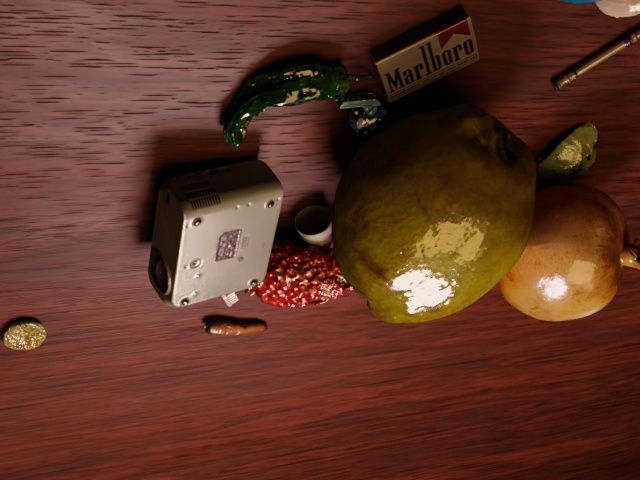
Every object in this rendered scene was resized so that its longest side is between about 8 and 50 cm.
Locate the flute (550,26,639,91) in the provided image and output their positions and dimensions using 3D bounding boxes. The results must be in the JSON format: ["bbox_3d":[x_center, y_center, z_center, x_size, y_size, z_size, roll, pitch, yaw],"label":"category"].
[{"bbox_3d":[0.540,-0.353,1.996,0.233,0.027,0.027,-32,145,8],"label":"flute"}]

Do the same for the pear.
[{"bbox_3d":[0.196,-0.051,1.906,0.352,0.352,0.413,20,115,-46],"label":"pear"}]

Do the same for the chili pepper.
[{"bbox_3d":[-0.037,-0.241,1.745,0.279,0.065,0.122,-20,154,-5],"label":"chili pepper"}]

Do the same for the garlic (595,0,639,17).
[{"bbox_3d":[0.566,-0.487,1.696,0.281,0.203,0.185,-23,126,3],"label":"garlic"}]

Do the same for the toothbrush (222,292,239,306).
[{"bbox_3d":[-0.220,0.038,2.019,0.030,0.025,0.342,-32,146,-4],"label":"toothbrush"}]

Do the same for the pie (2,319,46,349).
[{"bbox_3d":[-0.555,0.176,1.990,0.084,0.021,0.084,-14,140,-12],"label":"pie"}]

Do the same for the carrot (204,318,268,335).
[{"bbox_3d":[-0.175,0.185,2.231,0.165,0.036,0.036,6,134,-41],"label":"carrot"}]

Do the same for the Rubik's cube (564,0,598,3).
[{"bbox_3d":[0.432,-0.469,1.612,0.254,0.254,0.254,-17,144,-13],"label":"Rubik's cube"}]

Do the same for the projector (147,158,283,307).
[{"bbox_3d":[-0.188,-0.008,1.874,0.198,0.108,0.250,-14,140,-30],"label":"projector"}]

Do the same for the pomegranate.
[{"bbox_3d":[0.508,0.023,2.190,0.319,0.319,0.319,-17,144,-13],"label":"pomegranate"}]

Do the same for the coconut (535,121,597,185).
[{"bbox_3d":[0.512,-0.163,2.198,0.133,0.055,0.158,-19,143,-13],"label":"coconut"}]

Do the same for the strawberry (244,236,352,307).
[{"bbox_3d":[-0.032,0.086,2.061,0.228,0.098,0.174,13,149,2],"label":"strawberry"}]

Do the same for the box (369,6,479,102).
[{"bbox_3d":[0.178,-0.315,1.807,0.177,0.036,0.115,-26,145,0],"label":"box"}]

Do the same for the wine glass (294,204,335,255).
[{"bbox_3d":[0.000,0.000,2.072,0.073,0.073,0.155,-24,147,-2],"label":"wine glass"}]

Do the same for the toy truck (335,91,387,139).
[{"bbox_3d":[0.068,-0.226,1.843,0.073,0.056,0.090,-40,130,11],"label":"toy truck"}]
